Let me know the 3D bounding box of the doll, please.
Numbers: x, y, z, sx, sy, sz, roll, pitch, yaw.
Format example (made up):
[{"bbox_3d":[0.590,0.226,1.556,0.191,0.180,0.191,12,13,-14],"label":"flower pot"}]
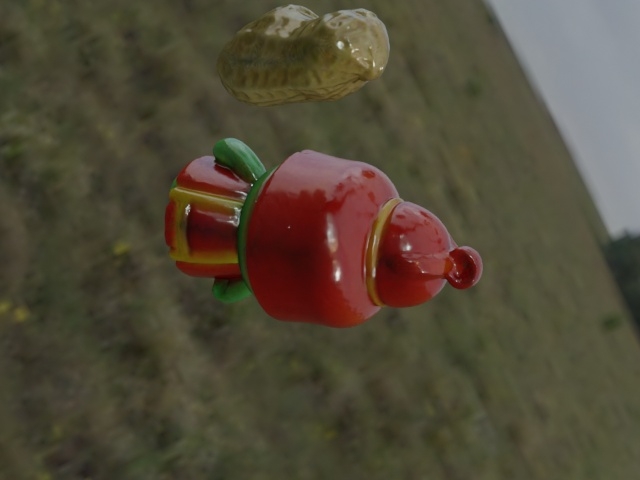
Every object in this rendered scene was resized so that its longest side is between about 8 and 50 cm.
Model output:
[{"bbox_3d":[0.000,0.000,1.936,0.160,0.363,0.183,-14,112,-63],"label":"doll"}]

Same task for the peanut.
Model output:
[{"bbox_3d":[-0.012,-0.170,1.705,0.083,0.194,0.093,42,54,-40],"label":"peanut"}]
